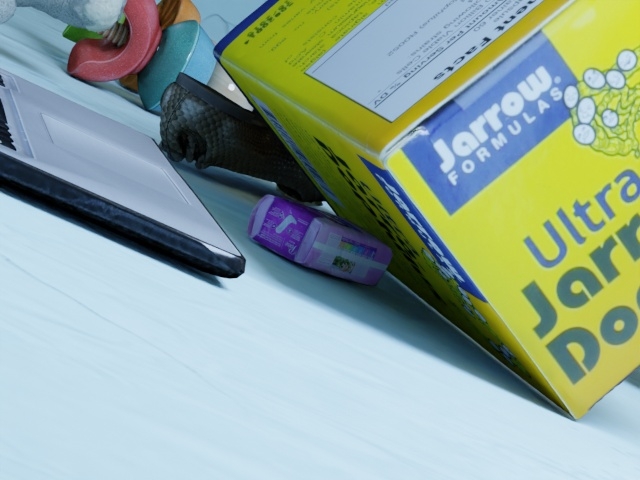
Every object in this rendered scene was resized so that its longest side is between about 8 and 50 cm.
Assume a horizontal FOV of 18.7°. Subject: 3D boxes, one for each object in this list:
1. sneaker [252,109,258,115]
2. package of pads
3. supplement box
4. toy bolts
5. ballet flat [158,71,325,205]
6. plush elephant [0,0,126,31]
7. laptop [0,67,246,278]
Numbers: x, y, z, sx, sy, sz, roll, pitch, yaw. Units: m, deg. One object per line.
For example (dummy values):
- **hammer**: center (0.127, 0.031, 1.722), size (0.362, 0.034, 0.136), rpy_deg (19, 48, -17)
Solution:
- **sneaker**: center (0.003, -0.119, 1.783), size (0.146, 0.122, 0.330), rpy_deg (21, 7, -20)
- **package of pads**: center (0.000, 0.000, 1.146), size (0.050, 0.032, 0.083), rpy_deg (27, 5, 35)
- **supplement box**: center (0.103, -0.075, 1.162), size (0.195, 0.194, 0.356), rpy_deg (52, -4, -22)
- **toy bolts**: center (-0.118, -0.200, 1.730), size (0.158, 0.218, 0.228), rpy_deg (30, 22, -21)
- **ballet flat**: center (-0.052, -0.063, 1.433), size (0.084, 0.058, 0.250), rpy_deg (32, 3, 24)
- **plush elephant**: center (-0.282, -0.279, 1.348), size (0.330, 0.271, 0.255), rpy_deg (-6, 3, -19)
- **laptop**: center (-0.204, -0.198, 1.015), size (0.408, 0.236, 0.382), rpy_deg (24, 6, -15)
